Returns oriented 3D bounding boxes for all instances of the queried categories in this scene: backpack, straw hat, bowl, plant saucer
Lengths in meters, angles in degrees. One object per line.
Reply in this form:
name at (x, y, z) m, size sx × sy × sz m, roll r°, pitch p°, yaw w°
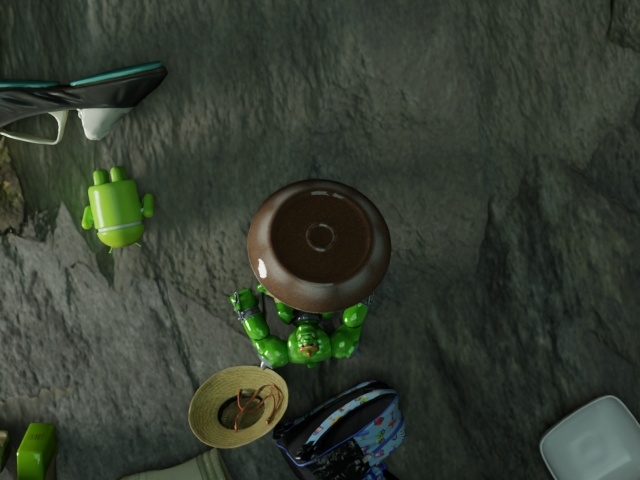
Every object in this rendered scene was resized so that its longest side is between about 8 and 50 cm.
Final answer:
backpack at (0.042, 0.273, 1.658) m, size 0.173 × 0.158 × 0.117 m, roll -33°, pitch 103°, yaw -12°
straw hat at (-0.105, 0.245, 1.686) m, size 0.144 × 0.144 × 0.061 m, roll -24°, pitch 137°, yaw -1°
bowl at (0.389, 0.299, 1.721) m, size 0.142 × 0.053 × 0.142 m, roll -33°, pitch 96°, yaw 0°
plant saucer at (0.000, 0.000, 1.650) m, size 0.199 × 0.036 × 0.198 m, roll 1°, pitch 68°, yaw -3°

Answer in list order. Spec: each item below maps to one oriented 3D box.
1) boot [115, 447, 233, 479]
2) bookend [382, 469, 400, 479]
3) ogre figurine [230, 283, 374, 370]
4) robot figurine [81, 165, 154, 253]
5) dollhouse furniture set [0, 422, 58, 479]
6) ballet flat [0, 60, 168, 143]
boot at (-0.180, 0.409, 1.690) m, size 0.165 × 0.077 × 0.213 m, roll -18°, pitch 92°, yaw -3°
bookend at (0.093, 0.423, 1.704) m, size 0.157 × 0.072 × 0.156 m, roll 37°, pitch 91°, yaw -5°
ogre figurine at (-0.017, 0.113, 1.673) m, size 0.197 × 0.097 × 0.118 m, roll -3°, pitch 76°, yaw -18°
robot figurine at (-0.279, -0.043, 1.657) m, size 0.101 × 0.067 × 0.115 m, roll -11°, pitch 94°, yaw 4°
dollhouse furniture set at (-0.518, 0.350, 1.625) m, size 0.302 × 0.197 × 0.151 m, roll 2°, pitch 113°, yaw 1°
ballet flat at (-0.338, -0.182, 1.640) m, size 0.281 × 0.095 × 0.096 m, roll -5°, pitch 104°, yaw 8°
